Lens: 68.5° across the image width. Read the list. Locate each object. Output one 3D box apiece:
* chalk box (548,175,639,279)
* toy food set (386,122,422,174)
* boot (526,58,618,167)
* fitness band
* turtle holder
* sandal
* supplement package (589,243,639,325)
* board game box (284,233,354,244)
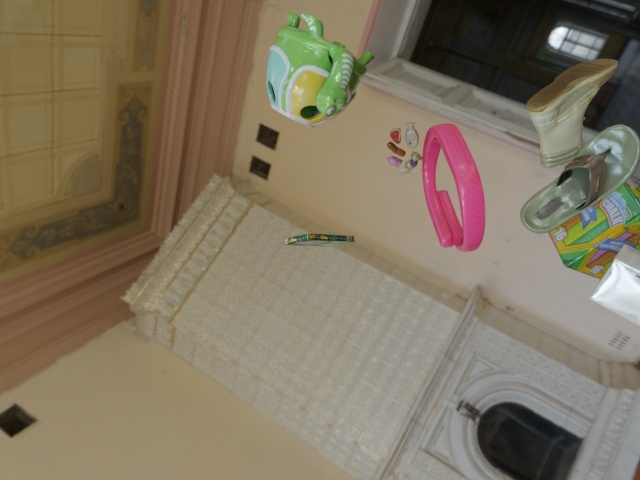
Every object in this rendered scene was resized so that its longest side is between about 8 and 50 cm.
[{"bbox_3d":[0.755,-0.059,1.187,0.289,0.179,0.180,-53,31,40],"label":"chalk box"},{"bbox_3d":[0.175,-0.190,1.003,0.019,0.078,0.122,-66,-37,-44],"label":"toy food set"},{"bbox_3d":[0.664,-0.329,1.220,0.262,0.095,0.203,-36,-58,-9],"label":"boot"},{"bbox_3d":[0.268,-0.108,0.964,0.209,0.054,0.291,86,177,-48],"label":"fitness band"},{"bbox_3d":[-0.002,-0.397,1.167,0.243,0.320,0.227,5,-63,-56],"label":"turtle holder"},{"bbox_3d":[0.590,-0.128,1.065,0.303,0.120,0.086,-48,-22,19],"label":"sandal"},{"bbox_3d":[0.650,0.105,0.918,0.105,0.179,0.105,-22,-44,-45],"label":"supplement package"},{"bbox_3d":[0.000,0.000,1.853,0.259,0.136,0.030,3,-103,-45],"label":"board game box"}]
